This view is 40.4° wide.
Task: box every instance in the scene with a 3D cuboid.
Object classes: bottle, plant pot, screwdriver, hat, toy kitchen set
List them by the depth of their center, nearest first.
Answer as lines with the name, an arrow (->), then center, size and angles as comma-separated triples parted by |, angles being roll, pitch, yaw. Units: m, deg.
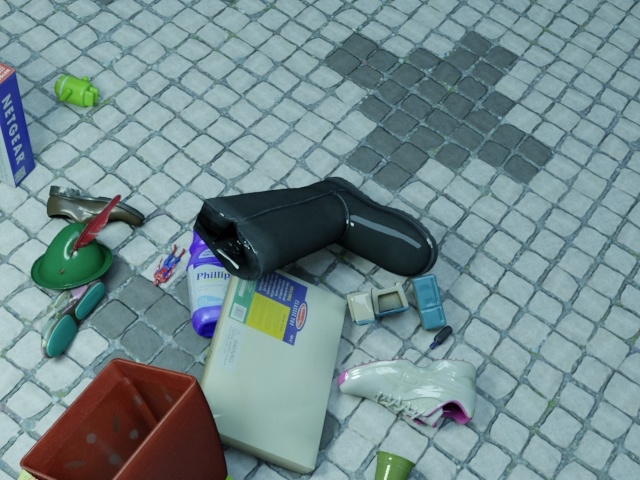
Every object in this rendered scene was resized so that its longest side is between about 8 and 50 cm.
plant pot -> -0.330, 0.407, 1.598 | 0.267, 0.236, 0.267 | 4, 45, 43
plant pot -> 0.141, 0.477, 1.754 | 0.083, 0.083, 0.079 | 19, 69, 5
hat -> -0.548, -0.020, 1.892 | 0.208, 0.184, 0.173 | -26, 42, -28
toy kitchen set -> 0.173, 0.156, 1.911 | 0.207, 0.166, 0.122 | -13, 88, -2
bottle -> -0.241, 0.077, 1.952 | 0.118, 0.092, 0.283 | 0, 56, -16
screwdriver -> 0.238, 0.251, 1.954 | 0.024, 0.025, 0.170 | 41, 69, 18

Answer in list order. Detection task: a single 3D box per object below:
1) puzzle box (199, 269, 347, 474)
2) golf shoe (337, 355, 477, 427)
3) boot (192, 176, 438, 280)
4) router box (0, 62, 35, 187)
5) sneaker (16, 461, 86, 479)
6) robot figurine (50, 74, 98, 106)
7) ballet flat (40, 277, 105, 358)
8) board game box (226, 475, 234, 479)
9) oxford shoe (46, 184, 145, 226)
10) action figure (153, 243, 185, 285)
puzzle box -> -0.100, 0.251, 1.823 | 0.272, 0.052, 0.409 | 26, 53, -17
golf shoe -> 0.189, 0.323, 1.840 | 0.306, 0.115, 0.140 | 0, 60, -7
boot -> -0.002, -0.001, 1.889 | 0.367, 0.146, 0.445 | 31, 25, 30
router box -> -0.819, -0.309, 1.983 | 0.301, 0.335, 0.082 | 26, 56, 10
sneaker -> -0.531, 0.453, 1.666 | 0.208, 0.081, 0.094 | -32, 64, -25
robot figurine -> -0.628, -0.382, 2.222 | 0.115, 0.067, 0.101 | 20, 38, 6
ballet flat -> -0.550, 0.162, 1.872 | 0.079, 0.077, 0.221 | 11, 48, 22
board game box -> -0.131, 0.635, 1.601 | 0.347, 0.078, 0.233 | 37, 59, 16
oxford shoe -> -0.524, -0.057, 2.024 | 0.227, 0.083, 0.096 | 11, 78, -3
action figure -> -0.352, 0.059, 1.990 | 0.038, 0.030, 0.115 | 26, 58, 4
